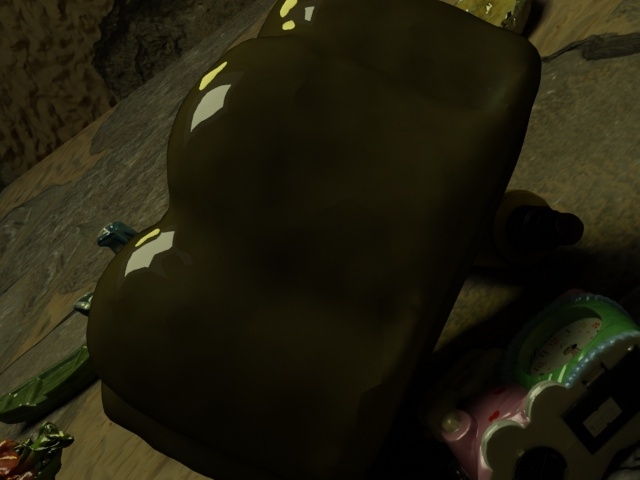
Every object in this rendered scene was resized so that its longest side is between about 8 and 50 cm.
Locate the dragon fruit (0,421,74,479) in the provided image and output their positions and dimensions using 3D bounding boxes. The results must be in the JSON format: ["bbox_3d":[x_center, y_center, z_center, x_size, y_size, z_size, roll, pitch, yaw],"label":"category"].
[{"bbox_3d":[-0.357,0.305,1.949,0.236,0.137,0.135,-38,32,21],"label":"dragon fruit"}]

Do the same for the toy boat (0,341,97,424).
[{"bbox_3d":[-0.368,0.190,2.406,0.293,0.055,0.093,-37,17,22],"label":"toy boat"}]

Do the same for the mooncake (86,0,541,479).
[{"bbox_3d":[0.000,0.000,1.397,0.467,0.262,0.467,-62,-7,-14],"label":"mooncake"}]

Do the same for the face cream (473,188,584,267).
[{"bbox_3d":[0.175,-0.012,1.609,0.078,0.078,0.273,-48,17,-16],"label":"face cream"}]

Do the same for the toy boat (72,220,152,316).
[{"bbox_3d":[-0.254,0.018,2.420,0.309,0.142,0.129,-38,15,19],"label":"toy boat"}]

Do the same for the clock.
[{"bbox_3d":[0.167,0.121,1.268,0.194,0.100,0.195,-41,18,-7],"label":"clock"}]

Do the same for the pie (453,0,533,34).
[{"bbox_3d":[0.198,-0.278,2.266,0.274,0.055,0.274,-39,16,14],"label":"pie"}]
